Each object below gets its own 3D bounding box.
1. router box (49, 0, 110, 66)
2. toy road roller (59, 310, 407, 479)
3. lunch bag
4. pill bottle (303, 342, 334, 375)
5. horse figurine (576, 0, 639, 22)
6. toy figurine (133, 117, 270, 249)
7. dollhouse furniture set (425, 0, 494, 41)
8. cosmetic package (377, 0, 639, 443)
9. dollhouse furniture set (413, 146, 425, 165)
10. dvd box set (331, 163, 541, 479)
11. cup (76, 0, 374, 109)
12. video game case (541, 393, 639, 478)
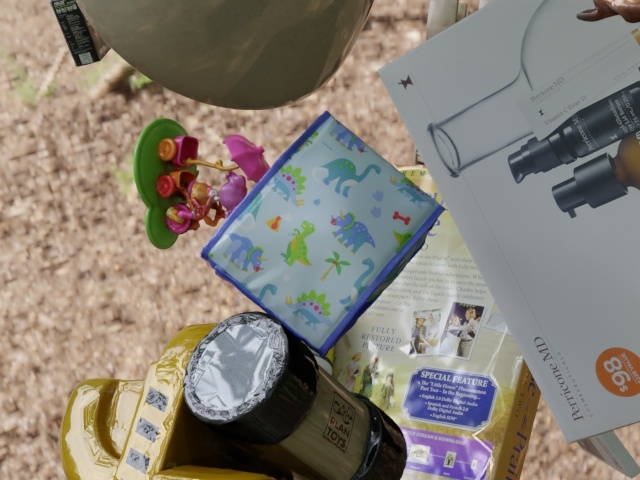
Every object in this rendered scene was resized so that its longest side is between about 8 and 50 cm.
[{"bbox_3d":[-0.298,-0.292,1.613,0.038,0.092,0.122,-11,28,17],"label":"router box"},{"bbox_3d":[-0.096,0.223,0.973,0.240,0.202,0.330,-4,58,34],"label":"toy road roller"},{"bbox_3d":[0.000,0.000,0.977,0.128,0.096,0.151,38,65,8],"label":"lunch bag"},{"bbox_3d":[-0.015,0.097,1.363,0.065,0.065,0.116,1,54,7],"label":"pill bottle"},{"bbox_3d":[0.288,-0.125,0.634,0.263,0.066,0.174,30,45,27],"label":"horse figurine"},{"bbox_3d":[-0.140,-0.073,1.590,0.159,0.130,0.173,1,86,31],"label":"toy figurine"},{"bbox_3d":[0.290,-0.252,1.828,0.242,0.212,0.161,7,90,24],"label":"dollhouse furniture set"},{"bbox_3d":[0.255,-0.046,1.043,0.284,0.377,0.097,-27,0,40],"label":"cosmetic package"},{"bbox_3d":[0.238,-0.091,1.865,0.160,0.101,0.182,2,8,-12],"label":"dollhouse furniture set"},{"bbox_3d":[0.101,0.116,1.356,0.307,0.062,0.421,3,68,36],"label":"dvd box set"},{"bbox_3d":[-0.058,-0.325,1.190,0.331,0.237,0.331,13,61,-24],"label":"cup"},{"bbox_3d":[0.341,0.224,1.679,0.022,0.190,0.173,-38,9,-6],"label":"video game case"}]
